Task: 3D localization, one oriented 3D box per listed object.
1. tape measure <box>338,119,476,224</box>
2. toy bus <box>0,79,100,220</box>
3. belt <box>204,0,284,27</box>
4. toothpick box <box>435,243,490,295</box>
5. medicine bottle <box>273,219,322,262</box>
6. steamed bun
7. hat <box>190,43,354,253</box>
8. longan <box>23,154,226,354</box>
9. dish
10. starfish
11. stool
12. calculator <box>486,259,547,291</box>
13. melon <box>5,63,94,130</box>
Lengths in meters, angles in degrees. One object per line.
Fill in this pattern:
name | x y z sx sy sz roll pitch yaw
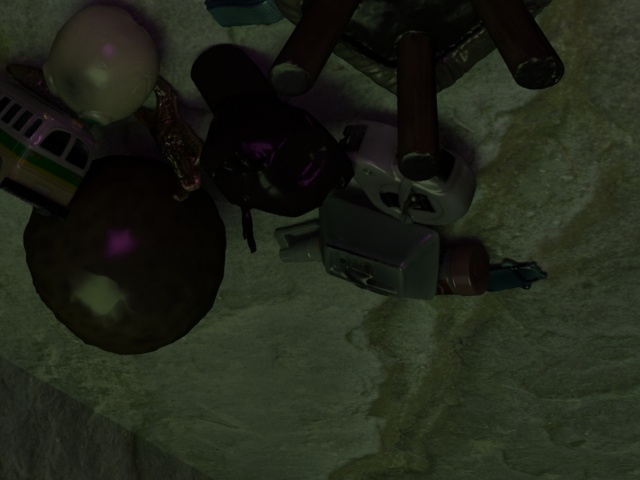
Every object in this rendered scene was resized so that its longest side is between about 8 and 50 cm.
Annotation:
tape measure | 0.162 -0.102 1.610 0.197 0.120 0.236 10 156 30
toy bus | -0.536 -0.176 1.691 0.305 0.179 0.143 30 179 44
belt | -0.098 -0.362 1.406 0.179 0.100 0.065 8 151 46
toothpick box | 0.238 0.059 1.837 0.149 0.098 0.098 -4 142 34
medicine bottle | 0.000 0.000 1.921 0.221 0.061 0.092 -12 113 40
steamed bun | -0.373 -0.280 1.588 0.177 0.130 0.228 45 142 -8
hat | -0.137 -0.140 1.555 0.336 0.209 0.238 42 153 10
longan | -0.370 0.026 1.831 0.391 0.391 0.391 14 148 9
dish | 0.093 0.033 1.770 0.243 0.080 0.182 19 139 21
starfish | -0.269 -0.188 1.695 0.238 0.071 0.216 32 128 39
stool | 0.115 -0.273 1.225 0.310 0.226 0.310 31 135 -25
calculator | 0.368 0.069 1.860 0.141 0.019 0.094 -14 136 40
melon | -0.501 -0.273 1.787 0.182 0.054 0.098 38 159 -27
